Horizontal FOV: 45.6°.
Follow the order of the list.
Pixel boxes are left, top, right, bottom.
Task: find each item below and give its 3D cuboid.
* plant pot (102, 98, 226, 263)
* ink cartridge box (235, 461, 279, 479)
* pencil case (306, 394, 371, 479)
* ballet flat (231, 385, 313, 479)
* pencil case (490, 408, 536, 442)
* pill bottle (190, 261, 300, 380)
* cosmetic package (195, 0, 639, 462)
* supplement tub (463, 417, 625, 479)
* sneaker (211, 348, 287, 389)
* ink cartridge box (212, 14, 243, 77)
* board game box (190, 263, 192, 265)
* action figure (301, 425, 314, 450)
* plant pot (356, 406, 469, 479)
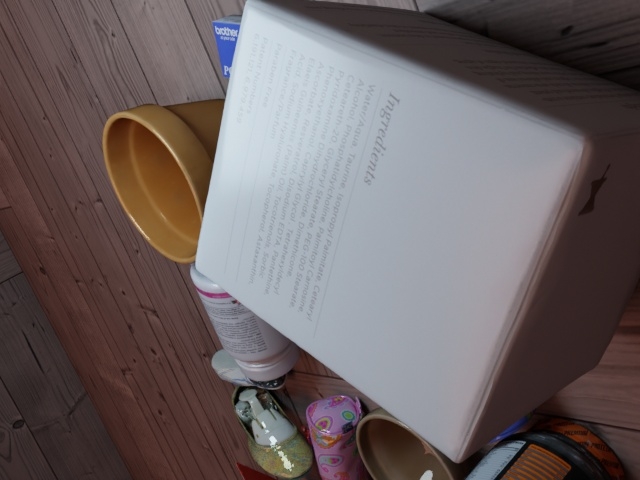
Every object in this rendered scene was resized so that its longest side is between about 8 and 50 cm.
[{"bbox_3d":[-0.227,-0.130,1.386,0.290,0.203,0.291,32,138,34],"label":"plant pot"},{"bbox_3d":[0.013,0.627,1.688,0.308,0.091,0.385,39,-179,-43],"label":"ink cartridge box"},{"bbox_3d":[0.047,0.454,1.592,0.124,0.124,0.284,22,132,40],"label":"pencil case"},{"bbox_3d":[-0.122,0.411,1.702,0.348,0.123,0.123,30,141,65],"label":"ballet flat"},{"bbox_3d":[0.220,0.146,1.132,0.133,0.119,0.306,-23,99,17],"label":"pencil case"},{"bbox_3d":[-0.139,0.138,1.512,0.160,0.160,0.283,22,142,40],"label":"pill bottle"},{"bbox_3d":[0.127,-0.047,0.836,0.393,0.329,0.328,32,119,33],"label":"cosmetic package"},{"bbox_3d":[0.278,0.417,1.077,0.207,0.338,0.207,31,138,33],"label":"supplement tub"},{"bbox_3d":[-0.156,0.302,1.763,0.237,0.085,0.086,5,148,44],"label":"sneaker"},{"bbox_3d":[-0.085,-0.301,1.214,0.207,0.046,0.097,20,130,42],"label":"ink cartridge box"},{"bbox_3d":[-0.284,-0.048,1.662,0.347,0.056,0.208,51,141,9],"label":"board game box"},{"bbox_3d":[-0.012,0.478,1.760,0.115,0.030,0.038,61,151,-2],"label":"action figure"},{"bbox_3d":[0.186,0.384,1.367,0.237,0.109,0.237,32,139,33],"label":"plant pot"}]
